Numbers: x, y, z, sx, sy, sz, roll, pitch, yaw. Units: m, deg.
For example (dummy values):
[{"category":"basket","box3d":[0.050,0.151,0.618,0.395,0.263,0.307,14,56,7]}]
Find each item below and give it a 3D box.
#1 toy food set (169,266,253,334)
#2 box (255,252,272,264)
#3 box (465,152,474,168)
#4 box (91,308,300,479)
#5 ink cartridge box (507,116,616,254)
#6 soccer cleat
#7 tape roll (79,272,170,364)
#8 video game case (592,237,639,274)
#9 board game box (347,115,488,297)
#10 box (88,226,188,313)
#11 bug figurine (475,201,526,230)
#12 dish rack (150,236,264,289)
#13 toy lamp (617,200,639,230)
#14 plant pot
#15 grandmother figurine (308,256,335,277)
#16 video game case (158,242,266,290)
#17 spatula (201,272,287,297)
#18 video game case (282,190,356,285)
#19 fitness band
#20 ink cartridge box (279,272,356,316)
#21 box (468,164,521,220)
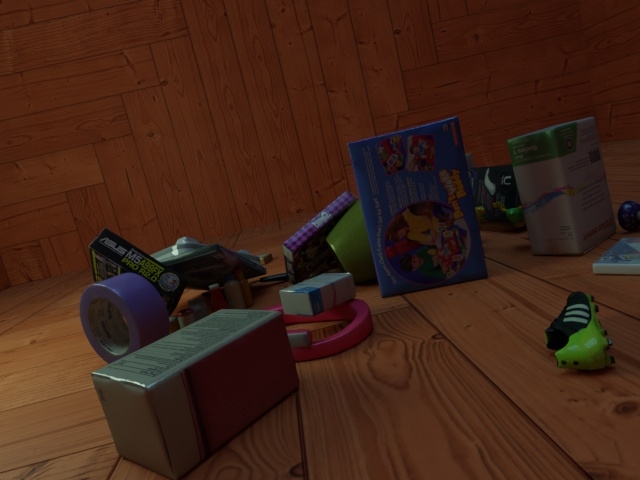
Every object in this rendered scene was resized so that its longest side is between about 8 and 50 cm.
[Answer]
[{"category":"toy food set","box3d":[-0.276,0.150,1.188,0.233,0.104,0.111,-18,10,-24]},{"category":"box","box3d":[-0.258,0.080,1.827,0.136,0.028,0.081,-13,9,19]},{"category":"box","box3d":[0.393,-0.148,1.618,0.262,0.230,0.127,-18,9,-25]},{"category":"box","box3d":[-0.166,0.198,0.682,0.149,0.126,0.232,-5,13,41]},{"category":"ink cartridge box","box3d":[0.558,-0.123,1.106,0.202,0.277,0.117,-20,8,-36]},{"category":"soccer cleat","box3d":[0.342,0.117,0.655,0.073,0.060,0.179,-11,12,23]},{"category":"tape roll","box3d":[-0.415,0.169,1.020,0.189,0.188,0.080,-7,12,33]},{"category":"video game case","box3d":[0.639,0.025,0.884,0.184,0.023,0.201,-21,12,-41]},{"category":"board game box","box3d":[0.210,-0.069,1.053,0.234,0.346,0.078,-12,9,7]},{"category":"box","box3d":[-0.442,0.097,1.163,0.060,0.216,0.270,-59,7,-30]},{"category":"bug figurine","box3d":[0.465,-0.045,1.258,0.279,0.072,0.216,-12,-14,36]},{"category":"dish rack","box3d":[-0.354,0.071,1.383,0.286,0.072,0.333,-21,-22,32]},{"category":"toy lamp","box3d":[0.769,-0.051,0.995,0.080,0.080,0.275,-17,9,-19]},{"category":"plant pot","box3d":[0.169,-0.022,1.221,0.294,0.274,0.275,-31,11,-3]},{"category":"grandmother figurine","box3d":[0.059,0.027,1.503,0.343,0.104,0.208,-26,-12,-42]},{"category":"video game case","box3d":[-0.288,0.077,1.276,0.196,0.026,0.274,-16,-21,15]},{"category":"spatula","box3d":[-0.197,0.132,1.414,0.297,0.030,0.084,-15,6,-12]},{"category":"video game case","box3d":[0.000,0.000,1.289,0.232,0.042,0.210,-41,-22,-21]},{"category":"fitness band","box3d":[-0.043,0.169,0.931,0.291,0.054,0.209,-8,8,27]},{"category":"ink cartridge box","box3d":[-0.004,0.104,0.944,0.123,0.052,0.089,-20,10,-42]},{"category":"box","box3d":[0.559,-0.141,1.466,0.144,0.165,0.270,1,5,-19]}]
